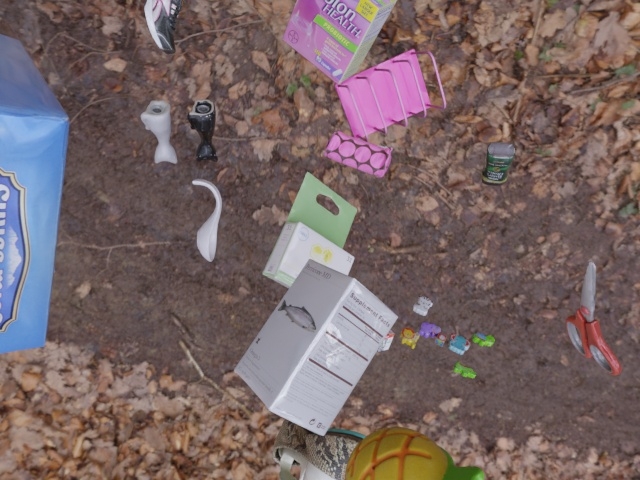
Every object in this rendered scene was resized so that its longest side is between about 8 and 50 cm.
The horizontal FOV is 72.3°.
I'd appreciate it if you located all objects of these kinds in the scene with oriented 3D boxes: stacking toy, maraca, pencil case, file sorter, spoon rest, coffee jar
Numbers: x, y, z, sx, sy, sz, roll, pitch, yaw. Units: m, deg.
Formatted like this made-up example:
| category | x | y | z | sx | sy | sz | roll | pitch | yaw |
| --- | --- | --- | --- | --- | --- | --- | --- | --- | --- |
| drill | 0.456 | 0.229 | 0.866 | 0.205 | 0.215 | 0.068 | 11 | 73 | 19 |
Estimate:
| category | x | y | z | sx | sy | sz | roll | pitch | yaw |
| --- | --- | --- | --- | --- | --- | --- | --- | --- | --- |
| stacking toy | 0.324 | 0.252 | 1.143 | 0.221 | 0.052 | 0.167 | 26 | 138 | 20 |
| maraca | 0.097 | 0.270 | 0.491 | 0.127 | 0.186 | 0.099 | -26 | 92 | -28 |
| pencil case | 0.120 | -0.277 | 1.384 | 0.209 | 0.095 | 0.098 | 20 | 117 | 7 |
| file sorter | 0.229 | -0.469 | 1.428 | 0.291 | 0.182 | 0.202 | -24 | 113 | 0 |
| spoon rest | -0.366 | -0.065 | 1.449 | 0.084 | 0.137 | 0.276 | -2 | 106 | -1 |
| coffee jar | 0.655 | -0.278 | 1.626 | 0.096 | 0.079 | 0.184 | 7 | 154 | 15 |

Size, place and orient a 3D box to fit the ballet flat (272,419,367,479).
| category | x | y | z | sx | sy | sz | roll | pitch | yaw |
| --- | --- | --- | --- | --- | --- | --- | --- | --- | --- |
| ballet flat | -0.007 | 0.545 | 1.065 | 0.164 | 0.182 | 0.483 | 39 | 154 | -10 |

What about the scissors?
| category | x | y | z | sx | sy | sz | roll | pitch | yaw |
| --- | --- | --- | --- | --- | --- | --- | --- | --- | --- |
| scissors | 0.427 | 0.116 | 0.717 | 0.021 | 0.109 | 0.297 | -33 | 121 | 3 |

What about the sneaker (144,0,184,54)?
| category | x | y | z | sx | sy | sz | roll | pitch | yaw |
| --- | --- | --- | --- | --- | --- | --- | --- | --- | --- |
| sneaker | -0.308 | -0.470 | 0.875 | 0.077 | 0.072 | 0.178 | -7 | 109 | -2 |

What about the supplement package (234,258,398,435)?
| category | x | y | z | sx | sy | sz | roll | pitch | yaw |
| --- | --- | --- | --- | --- | --- | --- | --- | --- | --- |
| supplement package | -0.005 | 0.133 | 0.568 | 0.105 | 0.105 | 0.179 | 41 | 77 | -34 |

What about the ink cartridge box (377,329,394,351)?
| category | x | y | z | sx | sy | sz | roll | pitch | yaw |
| --- | --- | --- | --- | --- | --- | --- | --- | --- | --- |
| ink cartridge box | 0.245 | 0.365 | 1.660 | 0.063 | 0.029 | 0.115 | -2 | 120 | -36 |

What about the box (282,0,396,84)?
| category | x | y | z | sx | sy | sz | roll | pitch | yaw |
| --- | --- | --- | --- | --- | --- | --- | --- | --- | --- |
| box | 0.045 | -0.601 | 1.196 | 0.213 | 0.117 | 0.243 | 40 | 139 | 2 |

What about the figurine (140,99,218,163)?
| category | x | y | z | sx | sy | sz | roll | pitch | yaw |
| --- | --- | --- | --- | --- | --- | --- | --- | --- | --- |
| figurine | -0.432 | -0.325 | 1.374 | 0.215 | 0.092 | 0.209 | -4 | 140 | -11 |

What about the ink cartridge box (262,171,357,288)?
| category | x | y | z | sx | sy | sz | roll | pitch | yaw |
| --- | --- | --- | --- | --- | --- | --- | --- | --- | --- |
| ink cartridge box | 0.000 | 0.000 | 0.903 | 0.171 | 0.056 | 0.235 | 33 | 74 | -36 |

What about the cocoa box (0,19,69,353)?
| category | x | y | z | sx | sy | sz | roll | pitch | yaw |
| --- | --- | --- | --- | --- | --- | --- | --- | --- | --- |
| cocoa box | -0.392 | -0.080 | 0.390 | 0.228 | 0.347 | 0.231 | -1 | 122 | -42 |
